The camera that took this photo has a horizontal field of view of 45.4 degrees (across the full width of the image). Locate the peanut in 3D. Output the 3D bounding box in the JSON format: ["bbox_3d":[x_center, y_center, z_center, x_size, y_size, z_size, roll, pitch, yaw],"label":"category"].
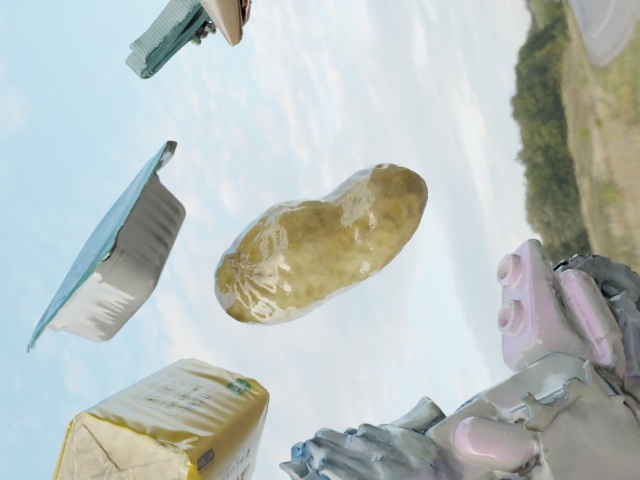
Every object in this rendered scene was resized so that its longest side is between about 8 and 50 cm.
[{"bbox_3d":[0.000,0.000,1.238,0.192,0.387,0.169,59,-177,-39],"label":"peanut"}]

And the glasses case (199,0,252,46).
[{"bbox_3d":[-0.120,-0.332,0.989,0.102,0.070,0.194,54,-170,-48],"label":"glasses case"}]

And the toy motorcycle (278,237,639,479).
[{"bbox_3d":[0.084,0.095,0.345,0.239,0.204,0.108,-88,17,-49],"label":"toy motorcycle"}]

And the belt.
[{"bbox_3d":[-0.236,-0.334,1.241,0.065,0.179,0.100,47,-177,14],"label":"belt"}]

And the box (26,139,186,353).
[{"bbox_3d":[-0.309,0.025,1.205,0.106,0.264,0.337,35,-149,-18],"label":"box"}]

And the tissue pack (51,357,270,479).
[{"bbox_3d":[-0.253,0.385,1.245,0.382,0.228,0.293,-18,-56,-78],"label":"tissue pack"}]
